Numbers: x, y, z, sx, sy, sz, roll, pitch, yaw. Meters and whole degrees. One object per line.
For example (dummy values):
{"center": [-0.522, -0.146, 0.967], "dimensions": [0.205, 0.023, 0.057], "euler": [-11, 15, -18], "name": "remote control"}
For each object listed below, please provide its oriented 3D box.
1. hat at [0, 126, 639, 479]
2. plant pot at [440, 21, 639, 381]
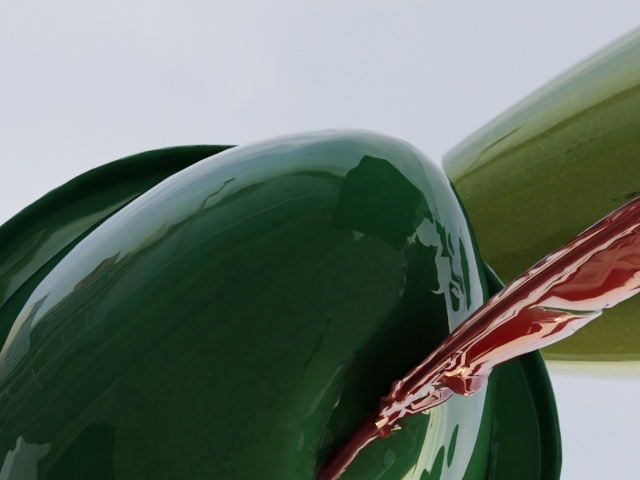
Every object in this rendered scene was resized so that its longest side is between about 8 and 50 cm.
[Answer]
{"center": [0.000, 0.000, 0.450], "dimensions": [0.173, 0.208, 0.183], "euler": [51, -26, 19], "name": "hat"}
{"center": [0.228, -0.027, 1.141], "dimensions": [0.293, 0.275, 0.275], "euler": [-15, -79, 7], "name": "plant pot"}
